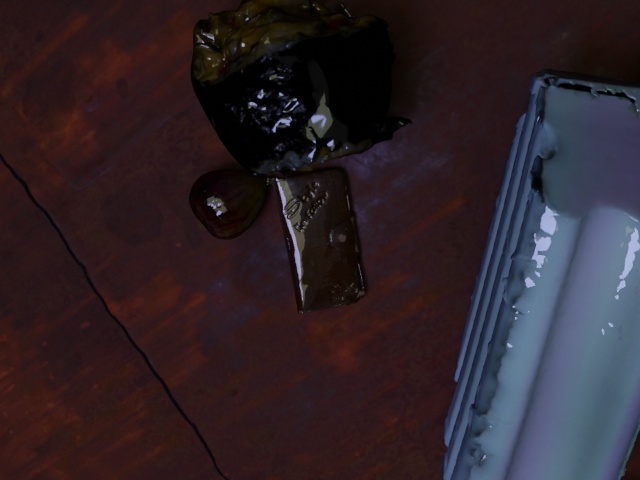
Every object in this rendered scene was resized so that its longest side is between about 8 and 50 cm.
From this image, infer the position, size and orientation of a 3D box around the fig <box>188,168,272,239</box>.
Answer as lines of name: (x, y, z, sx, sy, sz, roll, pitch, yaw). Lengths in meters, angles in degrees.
fig: (-0.100, -0.059, 0.827, 0.125, 0.089, 0.089, -31, 94, -16)

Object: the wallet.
wallet: (0.000, 0.000, 0.825, 0.095, 0.026, 0.176, -11, 98, -7)

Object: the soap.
soap: (0.242, 0.064, 0.669, 0.156, 0.261, 0.446, 11, 110, 8)

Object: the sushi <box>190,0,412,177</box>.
sushi: (-0.023, -0.179, 0.721, 0.213, 0.200, 0.204, -12, 97, 27)
